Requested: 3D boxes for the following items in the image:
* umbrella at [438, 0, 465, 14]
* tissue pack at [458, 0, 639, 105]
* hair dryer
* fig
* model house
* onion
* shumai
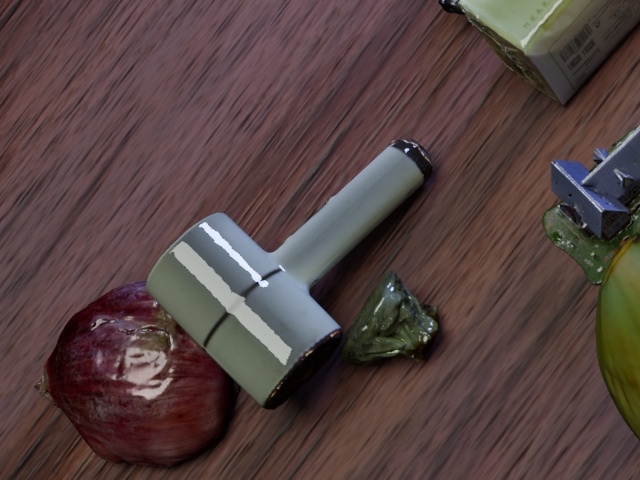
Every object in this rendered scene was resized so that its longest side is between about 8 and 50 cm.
[{"bbox_3d":[0.219,-0.420,1.820,0.118,0.118,0.340,19,81,30],"label":"umbrella"},{"bbox_3d":[0.283,-0.286,1.713,0.234,0.159,0.125,-49,59,3],"label":"tissue pack"},{"bbox_3d":[0.000,0.000,1.759,0.362,0.128,0.203,-43,77,-13],"label":"hair dryer"},{"bbox_3d":[0.379,0.095,1.474,0.239,0.239,0.271,-41,100,8],"label":"fig"},{"bbox_3d":[0.309,-0.054,1.658,0.167,0.088,0.117,-42,59,7],"label":"model house"},{"bbox_3d":[-0.237,0.149,1.840,0.284,0.120,0.227,-10,63,24],"label":"onion"},{"bbox_3d":[0.083,0.099,1.727,0.087,0.123,0.099,28,52,-4],"label":"shumai"}]
